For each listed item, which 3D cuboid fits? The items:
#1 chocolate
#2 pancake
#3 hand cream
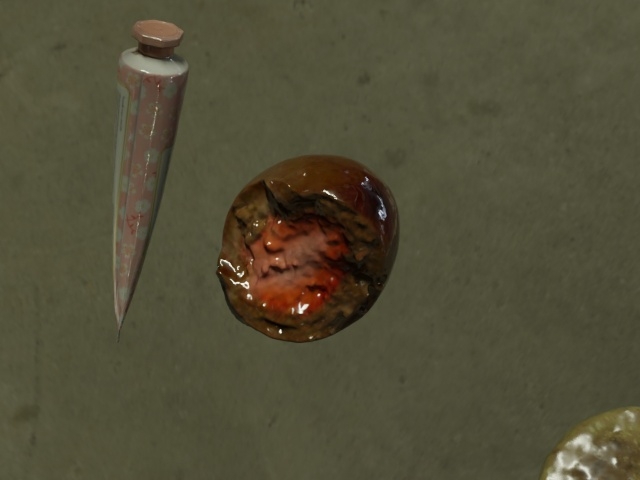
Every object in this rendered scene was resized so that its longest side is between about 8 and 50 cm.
[{"bbox_3d":[0.000,0.000,0.840,0.133,0.124,0.127,-17,49,38],"label":"chocolate"},{"bbox_3d":[0.344,0.296,1.302,0.242,0.050,0.242,2,69,-6],"label":"pancake"},{"bbox_3d":[-0.116,-0.037,0.775,0.043,0.210,0.067,7,30,-9],"label":"hand cream"}]
